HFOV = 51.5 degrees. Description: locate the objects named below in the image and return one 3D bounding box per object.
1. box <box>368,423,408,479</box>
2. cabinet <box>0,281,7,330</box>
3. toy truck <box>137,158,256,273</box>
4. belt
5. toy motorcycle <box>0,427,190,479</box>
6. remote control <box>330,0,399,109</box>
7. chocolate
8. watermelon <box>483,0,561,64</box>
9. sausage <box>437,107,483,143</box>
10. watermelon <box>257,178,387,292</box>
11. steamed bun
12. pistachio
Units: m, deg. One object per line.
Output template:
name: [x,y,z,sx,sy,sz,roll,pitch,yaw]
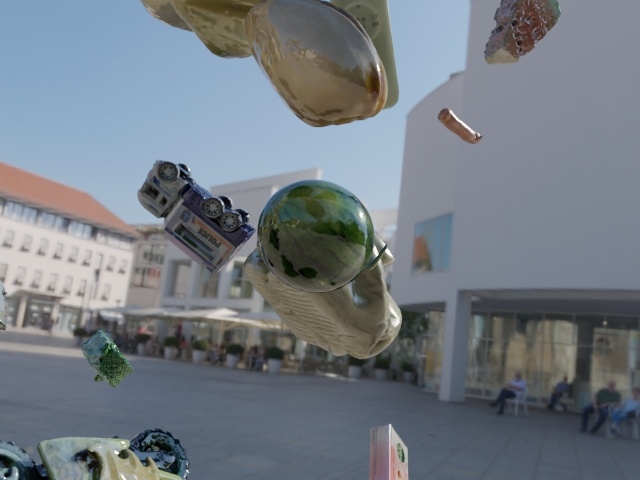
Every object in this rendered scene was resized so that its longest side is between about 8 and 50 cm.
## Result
box: [0.128,0.423,1.248,0.043,0.125,0.089,-20,-56,20]
cabinet: [-0.686,0.092,0.964,0.290,0.318,0.227,57,-14,-25]
toy truck: [-0.293,-0.059,1.523,0.268,0.155,0.124,38,6,1]
belt: [-0.471,0.263,1.444,0.121,0.079,0.151,53,-18,-9]
toy motorcycle: [-0.360,0.413,1.040,0.169,0.237,0.410,-38,-30,29]
remote control: [0.061,-0.349,0.995,0.090,0.309,0.038,-2,23,20]
chocolate: [-0.181,-0.477,1.113,0.326,0.296,0.314,12,-4,-20]
watermelon: [0.505,-0.547,1.698,0.154,0.241,0.094,38,-12,-23]
sausage: [0.356,-0.286,1.688,0.158,0.036,0.042,25,-47,-36]
watermelon: [0.000,0.000,1.097,0.215,0.188,0.188,40,-25,-23]
steamed bun: [0.024,0.069,1.441,0.342,0.255,0.367,9,-34,51]
pistachio: [-0.003,-0.234,0.863,0.215,0.144,0.144,48,-3,13]
